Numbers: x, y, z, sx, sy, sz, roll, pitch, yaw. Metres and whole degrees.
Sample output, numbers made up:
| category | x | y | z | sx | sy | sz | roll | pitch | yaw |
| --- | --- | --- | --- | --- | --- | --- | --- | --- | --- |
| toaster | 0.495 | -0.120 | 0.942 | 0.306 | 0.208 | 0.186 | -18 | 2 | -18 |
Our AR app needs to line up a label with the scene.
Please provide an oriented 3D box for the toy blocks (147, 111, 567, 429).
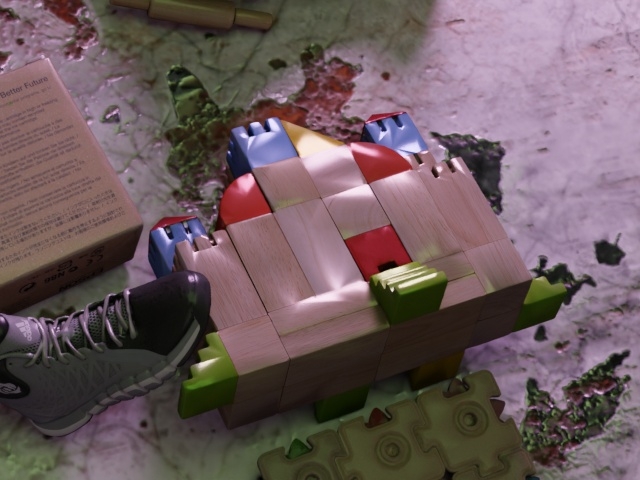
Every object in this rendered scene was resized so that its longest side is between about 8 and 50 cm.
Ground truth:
| category | x | y | z | sx | sy | sz | roll | pitch | yaw |
| --- | --- | --- | --- | --- | --- | --- | --- | --- | --- |
| toy blocks | 0.000 | 0.000 | 1.658 | 0.381 | 0.191 | 0.261 | -17 | 60 | -20 |

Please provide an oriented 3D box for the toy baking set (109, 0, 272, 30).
| category | x | y | z | sx | sy | sz | roll | pitch | yaw |
| --- | --- | --- | --- | --- | --- | --- | --- | --- | --- |
| toy baking set | -0.146 | -0.299 | 1.820 | 0.256 | 0.030 | 0.197 | 3 | 61 | -16 |

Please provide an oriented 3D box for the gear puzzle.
| category | x | y | z | sx | sy | sz | roll | pitch | yaw |
| --- | --- | --- | --- | --- | --- | --- | --- | --- | --- |
| gear puzzle | 0.035 | 0.248 | 1.616 | 0.339 | 0.044 | 0.175 | -19 | 74 | -17 |

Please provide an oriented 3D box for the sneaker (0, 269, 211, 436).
| category | x | y | z | sx | sy | sz | roll | pitch | yaw |
| --- | --- | --- | --- | --- | --- | --- | --- | --- | --- |
| sneaker | -0.204 | 0.083 | 1.512 | 0.132 | 0.228 | 0.086 | 28 | 37 | -37 |

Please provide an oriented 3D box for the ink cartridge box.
| category | x | y | z | sx | sy | sz | roll | pitch | yaw |
| --- | --- | --- | --- | --- | --- | --- | --- | --- | --- |
| ink cartridge box | -0.306 | -0.031 | 1.628 | 0.234 | 0.088 | 0.193 | -25 | 73 | -21 |
